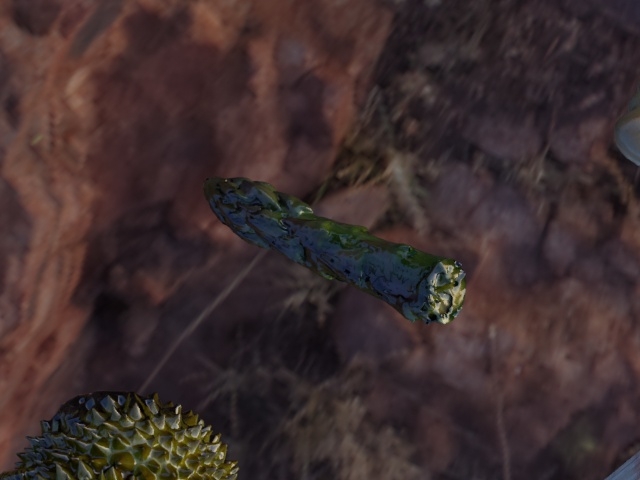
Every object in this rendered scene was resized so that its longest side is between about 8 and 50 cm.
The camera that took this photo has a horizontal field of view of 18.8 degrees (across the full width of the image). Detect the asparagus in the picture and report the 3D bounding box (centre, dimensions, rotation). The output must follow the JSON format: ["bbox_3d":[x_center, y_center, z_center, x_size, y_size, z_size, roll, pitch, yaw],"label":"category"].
[{"bbox_3d":[0.000,0.000,0.930,0.165,0.030,0.036,25,150,35],"label":"asparagus"}]

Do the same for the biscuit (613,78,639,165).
[{"bbox_3d":[0.359,-0.130,1.448,0.217,0.325,0.044,38,150,-10],"label":"biscuit"}]

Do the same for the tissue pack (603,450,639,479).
[{"bbox_3d":[0.108,0.102,0.642,0.056,0.023,0.108,27,125,-23],"label":"tissue pack"}]

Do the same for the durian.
[{"bbox_3d":[-0.179,0.188,1.526,0.237,0.193,0.138,1,84,-27],"label":"durian"}]
